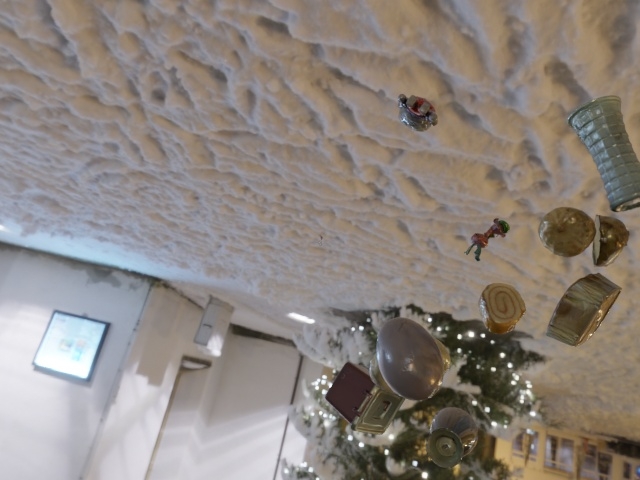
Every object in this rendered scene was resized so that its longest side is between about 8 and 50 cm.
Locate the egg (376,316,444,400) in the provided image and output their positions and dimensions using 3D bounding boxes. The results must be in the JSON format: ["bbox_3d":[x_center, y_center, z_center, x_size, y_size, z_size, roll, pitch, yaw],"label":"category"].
[{"bbox_3d":[0.203,0.270,1.050,0.146,0.199,0.146,-17,147,-11],"label":"egg"}]

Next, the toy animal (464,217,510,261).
[{"bbox_3d":[0.685,-0.004,1.885,0.100,0.208,0.103,43,166,14],"label":"toy animal"}]

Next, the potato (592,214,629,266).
[{"bbox_3d":[0.861,-0.002,1.353,0.081,0.164,0.200,2,168,24],"label":"potato"}]

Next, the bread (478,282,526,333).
[{"bbox_3d":[0.535,0.195,1.341,0.122,0.149,0.073,-5,138,2],"label":"bread"}]

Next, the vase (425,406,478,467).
[{"bbox_3d":[0.453,0.696,1.592,0.173,0.173,0.321,6,172,23],"label":"vase"}]

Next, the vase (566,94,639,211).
[{"bbox_3d":[0.802,-0.232,1.250,0.143,0.299,0.143,-8,159,-3],"label":"vase"}]

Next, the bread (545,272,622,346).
[{"bbox_3d":[0.782,0.204,1.360,0.192,0.210,0.110,-10,-144,-39],"label":"bread"}]

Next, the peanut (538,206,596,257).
[{"bbox_3d":[0.700,-0.025,1.294,0.159,0.141,0.109,28,-162,-15],"label":"peanut"}]

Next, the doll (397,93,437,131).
[{"bbox_3d":[0.221,-0.291,1.033,0.102,0.075,0.227,33,-169,4],"label":"doll"}]

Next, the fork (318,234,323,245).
[{"bbox_3d":[0.001,-0.001,1.574,0.016,0.012,0.115,55,170,15],"label":"fork"}]

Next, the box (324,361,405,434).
[{"bbox_3d":[0.161,0.554,1.613,0.167,0.193,0.294,31,175,38],"label":"box"}]

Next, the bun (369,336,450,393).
[{"bbox_3d":[0.236,0.321,1.238,0.222,0.127,0.222,-6,133,-7],"label":"bun"}]
